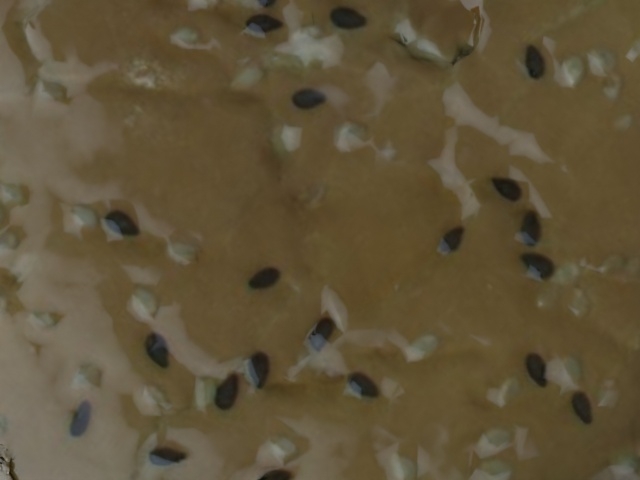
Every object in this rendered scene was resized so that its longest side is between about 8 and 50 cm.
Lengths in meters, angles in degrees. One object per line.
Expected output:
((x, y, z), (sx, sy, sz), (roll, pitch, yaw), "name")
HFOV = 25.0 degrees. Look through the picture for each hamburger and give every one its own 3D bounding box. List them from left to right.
((0.000, 0.000, 0.508), (0.318, 0.277, 0.195), (34, 173, 3), "hamburger")
